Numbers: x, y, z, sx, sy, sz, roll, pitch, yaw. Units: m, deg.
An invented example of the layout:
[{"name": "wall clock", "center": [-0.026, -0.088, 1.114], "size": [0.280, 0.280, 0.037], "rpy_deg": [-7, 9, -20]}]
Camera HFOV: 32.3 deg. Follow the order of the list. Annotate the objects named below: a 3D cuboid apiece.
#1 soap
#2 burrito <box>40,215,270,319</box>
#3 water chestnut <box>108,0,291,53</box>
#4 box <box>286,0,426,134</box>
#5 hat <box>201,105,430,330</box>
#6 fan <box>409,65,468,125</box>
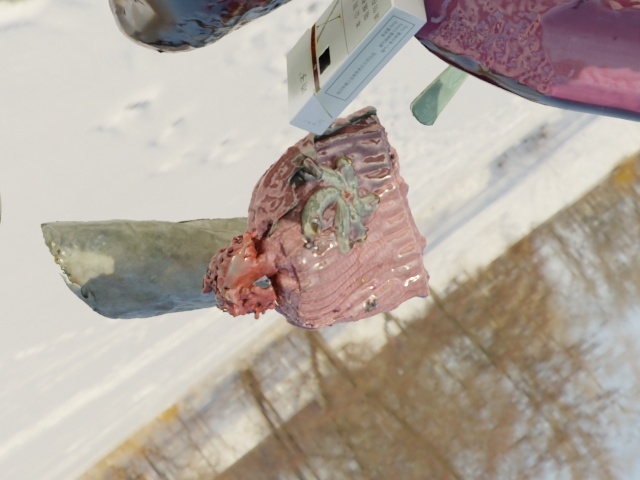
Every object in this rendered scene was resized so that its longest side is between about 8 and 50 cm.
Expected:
[{"name": "soap", "center": [0.242, -0.200, 0.908], "size": [0.220, 0.325, 0.127], "rpy_deg": [-81, 178, -46]}, {"name": "burrito", "center": [-0.183, 0.036, 1.421], "size": [0.348, 0.107, 0.175], "rpy_deg": [-3, 140, -19]}, {"name": "water chestnut", "center": [-0.145, -0.340, 1.045], "size": [0.347, 0.335, 0.335], "rpy_deg": [-16, 165, -33]}, {"name": "box", "center": [0.026, -0.167, 0.922], "size": [0.040, 0.083, 0.154], "rpy_deg": [17, 139, -30]}, {"name": "hat", "center": [0.000, 0.000, 1.199], "size": [0.286, 0.236, 0.107], "rpy_deg": [-25, -168, -31]}, {"name": "fan", "center": [0.167, -0.203, 1.191], "size": [0.193, 0.038, 0.016], "rpy_deg": [-49, -144, 6]}]
